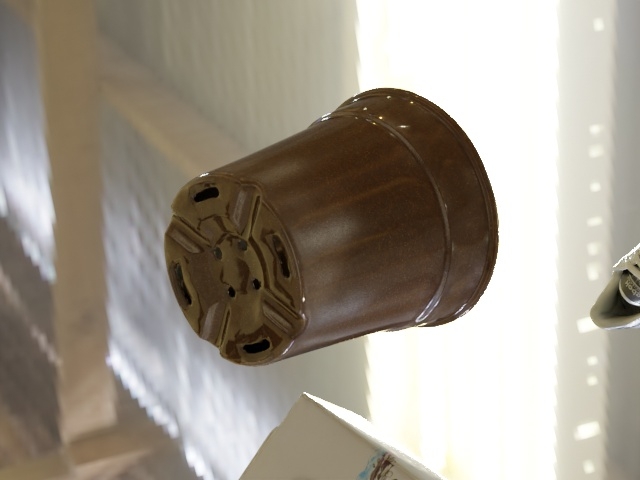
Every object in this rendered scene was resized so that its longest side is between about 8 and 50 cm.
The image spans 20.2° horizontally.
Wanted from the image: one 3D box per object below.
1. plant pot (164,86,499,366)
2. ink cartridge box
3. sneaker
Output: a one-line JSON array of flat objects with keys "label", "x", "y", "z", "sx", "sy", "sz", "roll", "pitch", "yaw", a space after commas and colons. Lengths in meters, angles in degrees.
[{"label": "plant pot", "x": 0.000, "y": 0.000, "z": 1.157, "sx": 0.167, "sy": 0.165, "sz": 0.167, "roll": 19, "pitch": -61, "yaw": 40}, {"label": "ink cartridge box", "x": 0.055, "y": 0.317, "z": 1.817, "sx": 0.270, "sy": 0.197, "sz": 0.198, "roll": 36, "pitch": 1, "yaw": 23}, {"label": "sneaker", "x": 0.338, "y": 0.014, "z": 1.680, "sx": 0.090, "sy": 0.094, "sz": 0.235, "roll": 59, "pitch": -34, "yaw": 24}]
